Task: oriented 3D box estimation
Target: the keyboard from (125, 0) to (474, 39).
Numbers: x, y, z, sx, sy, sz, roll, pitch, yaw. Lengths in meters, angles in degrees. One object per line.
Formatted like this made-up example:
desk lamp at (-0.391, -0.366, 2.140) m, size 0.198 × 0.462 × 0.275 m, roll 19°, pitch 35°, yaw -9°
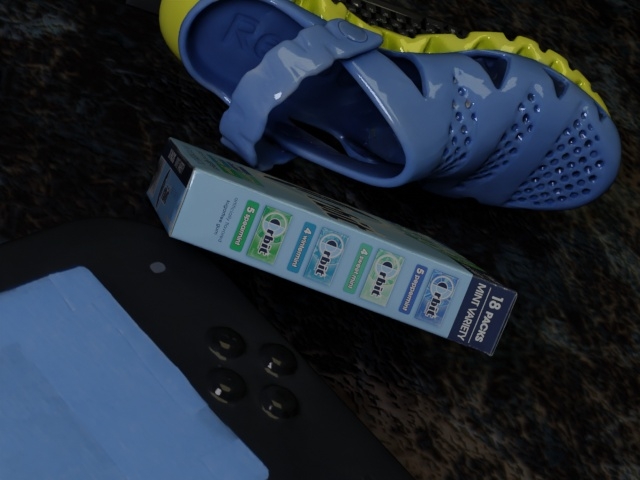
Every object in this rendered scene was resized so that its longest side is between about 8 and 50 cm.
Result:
keyboard at (0.009, -0.146, 1.160) m, size 0.317 × 0.033 × 0.201 m, roll 15°, pitch 36°, yaw -19°

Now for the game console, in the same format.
game console at (-0.099, 0.147, 0.670) m, size 0.342 × 0.060 × 0.386 m, roll 43°, pitch 36°, yaw 20°

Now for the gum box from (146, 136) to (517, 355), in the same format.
gum box at (0.000, 0.000, 0.891) m, size 0.184 × 0.041 × 0.157 m, roll 20°, pitch 5°, yaw -13°

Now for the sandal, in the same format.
sandal at (0.048, -0.075, 1.012) m, size 0.317 × 0.126 × 0.138 m, roll 14°, pitch 36°, yaw -15°
